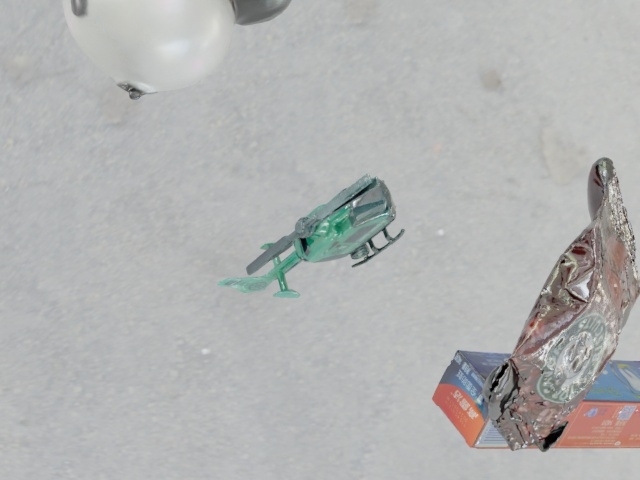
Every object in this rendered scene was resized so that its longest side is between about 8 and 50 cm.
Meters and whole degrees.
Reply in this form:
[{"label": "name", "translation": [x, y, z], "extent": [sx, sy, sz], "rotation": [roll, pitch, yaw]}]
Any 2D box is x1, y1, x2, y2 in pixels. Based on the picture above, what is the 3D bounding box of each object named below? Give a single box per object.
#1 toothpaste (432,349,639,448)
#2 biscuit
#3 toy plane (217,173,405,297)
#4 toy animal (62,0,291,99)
[{"label": "toothpaste", "translation": [0.263, 0.161, 1.126], "extent": [0.320, 0.076, 0.066], "rotation": [8, 118, -33]}, {"label": "biscuit", "translation": [0.209, 0.064, 0.942], "extent": [0.235, 0.063, 0.151], "rotation": [-54, 139, -19]}, {"label": "toy plane", "translation": [0.000, 0.000, 1.104], "extent": [0.096, 0.235, 0.060], "rotation": [-1, 63, -45]}, {"label": "toy animal", "translation": [-0.138, -0.253, 1.092], "extent": [0.235, 0.165, 0.187], "rotation": [-44, 121, -17]}]
